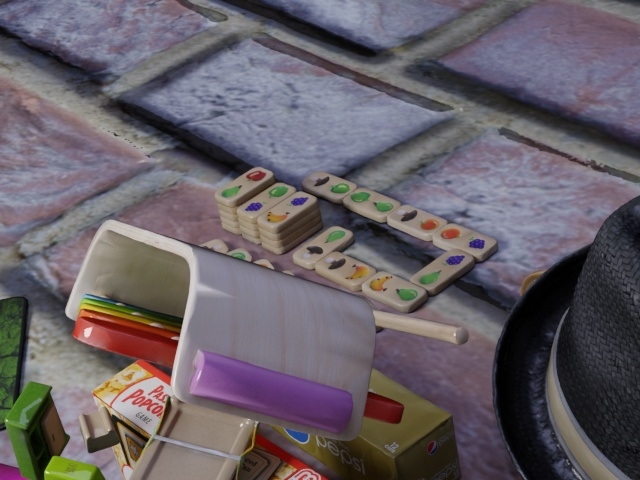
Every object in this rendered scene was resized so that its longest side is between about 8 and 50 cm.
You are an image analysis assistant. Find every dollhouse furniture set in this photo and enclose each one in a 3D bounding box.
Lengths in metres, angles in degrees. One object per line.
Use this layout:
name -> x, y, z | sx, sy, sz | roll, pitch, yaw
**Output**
dollhouse furniture set -> -0.111, 0.133, 0.818 | 0.152, 0.058, 0.076 | 12, 49, 16

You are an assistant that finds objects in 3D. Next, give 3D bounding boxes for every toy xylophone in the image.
toy xylophone -> -0.045, 0.056, 0.896 | 0.236, 0.081, 0.323 | 17, -1, -14

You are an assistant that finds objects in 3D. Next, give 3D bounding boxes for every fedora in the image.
fedora -> 0.271, 0.070, 0.862 | 0.334, 0.152, 0.334 | -3, 48, 4

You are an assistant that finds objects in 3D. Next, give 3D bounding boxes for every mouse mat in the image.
mouse mat -> -0.330, 0.115, 1.184 | 0.153, 0.007, 0.189 | -13, 32, -1

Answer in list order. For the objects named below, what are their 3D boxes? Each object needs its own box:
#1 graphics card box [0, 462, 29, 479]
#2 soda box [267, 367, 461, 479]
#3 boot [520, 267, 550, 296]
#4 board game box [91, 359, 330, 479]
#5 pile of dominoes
graphics card box -> -0.274, 0.211, 0.848 | 0.371, 0.094, 0.233 | 8, 14, 35
soda box -> 0.018, 0.126, 1.002 | 0.058, 0.061, 0.181 | -31, 37, -28
boot -> 0.267, 0.027, 1.073 | 0.197, 0.073, 0.152 | 11, 37, 20
board game box -> -0.058, 0.176, 0.874 | 0.045, 0.146, 0.193 | -34, 39, -29
pile of dominoes -> 0.000, 0.000, 1.220 | 0.196, 0.040, 0.251 | -34, 38, -31
